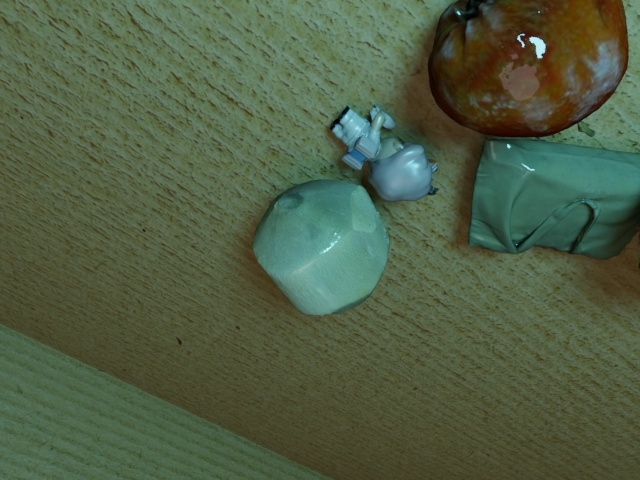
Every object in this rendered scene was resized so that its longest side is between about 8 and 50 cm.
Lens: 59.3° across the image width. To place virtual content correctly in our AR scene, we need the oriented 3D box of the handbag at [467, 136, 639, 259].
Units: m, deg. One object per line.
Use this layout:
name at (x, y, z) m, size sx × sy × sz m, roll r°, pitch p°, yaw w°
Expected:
handbag at (0.411, -0.061, 0.964) m, size 0.316 × 0.109 × 0.253 m, roll 5°, pitch 143°, yaw 2°

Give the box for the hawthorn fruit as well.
hawthorn fruit at (0.283, -0.224, 0.730) m, size 0.271 × 0.242 × 0.242 m, roll 30°, pitch 137°, yaw -23°

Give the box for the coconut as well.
coconut at (0.000, 0.000, 1.056) m, size 0.245 × 0.245 × 0.247 m, roll -8°, pitch 134°, yaw 24°

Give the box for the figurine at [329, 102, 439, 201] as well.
figurine at (0.116, -0.138, 0.965) m, size 0.229 × 0.112 × 0.137 m, roll 38°, pitch 140°, yaw -12°

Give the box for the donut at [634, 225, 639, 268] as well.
donut at (0.652, -0.048, 0.824) m, size 0.382 × 0.142 × 0.382 m, roll -8°, pitch 135°, yaw -8°
